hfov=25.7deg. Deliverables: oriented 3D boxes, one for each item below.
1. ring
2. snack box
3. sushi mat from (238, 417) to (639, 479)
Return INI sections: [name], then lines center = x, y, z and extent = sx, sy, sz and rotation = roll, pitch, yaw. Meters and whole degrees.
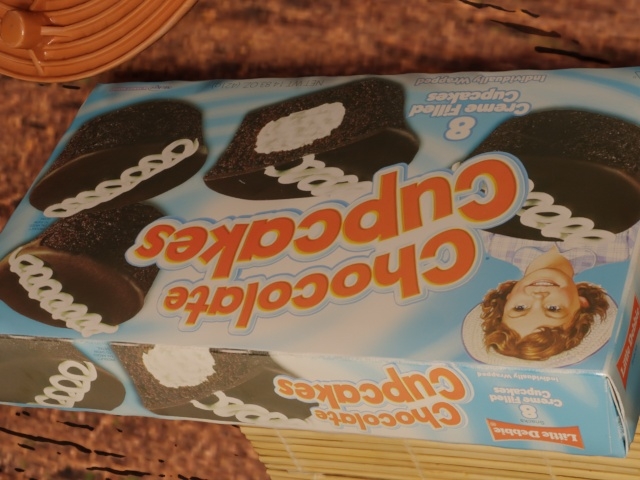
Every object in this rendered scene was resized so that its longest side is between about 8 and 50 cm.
[ring]
center = -0.153, -0.255, 0.764
extent = 0.336, 0.032, 0.336
rotation = 4, 97, 38
[snack box]
center = 0.000, 0.000, 0.661
extent = 0.322, 0.187, 0.060
rotation = 1, 136, 25
[sushi mat]
center = 0.110, 0.116, 0.648
extent = 0.316, 0.019, 0.151
rotation = 2, 134, 26
